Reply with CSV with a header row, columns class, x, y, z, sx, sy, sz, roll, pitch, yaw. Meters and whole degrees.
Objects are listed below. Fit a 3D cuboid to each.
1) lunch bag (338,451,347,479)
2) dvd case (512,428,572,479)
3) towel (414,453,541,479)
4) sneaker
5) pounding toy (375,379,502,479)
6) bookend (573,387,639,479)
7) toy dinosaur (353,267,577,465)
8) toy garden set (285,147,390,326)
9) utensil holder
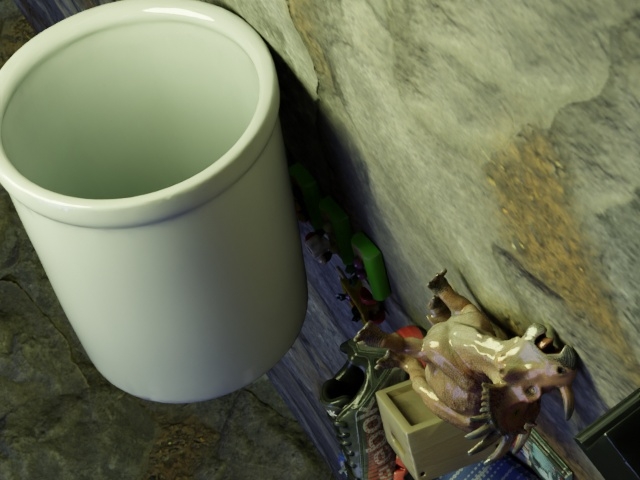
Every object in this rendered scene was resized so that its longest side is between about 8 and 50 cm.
class,x,y,z,sx,sy,sz,roll,pitch,yaw
lunch bag,0.159,0.484,2.280,0.303,0.115,0.243,59,166,-27
dvd case,0.243,0.239,1.451,0.119,0.013,0.087,50,168,32
towel,0.181,0.374,1.536,0.040,0.243,0.336,45,175,-27
sneaker,0.056,0.235,1.602,0.097,0.135,0.276,-132,49,-64
pounding toy,0.146,0.216,1.510,0.141,0.130,0.100,-132,26,-65
bookend,0.279,0.176,0.956,0.157,0.072,0.156,53,168,16
toy dinosaur,0.154,0.144,1.286,0.200,0.127,0.296,44,172,18
toy garden set,0.000,0.000,1.673,0.244,0.049,0.204,49,167,30
utensil holder,-0.183,-0.036,1.514,0.327,0.327,0.385,47,160,36
